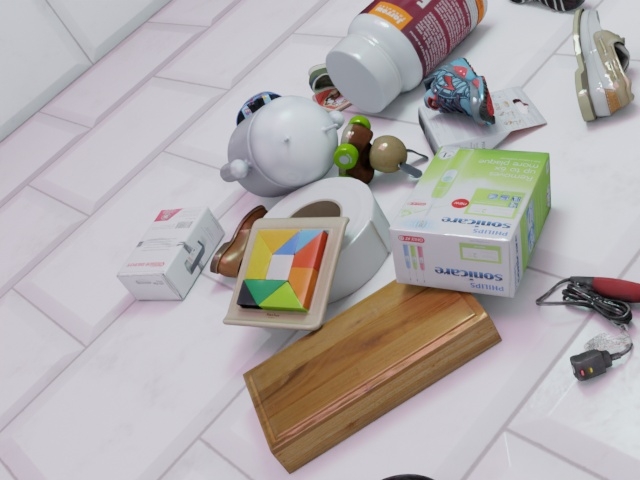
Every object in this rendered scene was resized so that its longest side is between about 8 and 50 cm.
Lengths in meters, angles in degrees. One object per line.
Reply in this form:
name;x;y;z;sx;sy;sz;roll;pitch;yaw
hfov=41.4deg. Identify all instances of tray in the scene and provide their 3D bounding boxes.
tray;0.077;0.199;1.442;0.411;0.076;0.203;-33;35;1

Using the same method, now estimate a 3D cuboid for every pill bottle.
pill bottle;0.207;-0.506;2.066;0.392;0.224;0.224;-46;37;-19

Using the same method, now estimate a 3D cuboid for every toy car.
toy car;0.135;-0.171;1.832;0.188;0.149;0.155;10;38;11

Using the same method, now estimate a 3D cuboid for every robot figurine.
robot figurine;-0.086;-0.206;1.892;0.300;0.200;0.353;-33;8;-22

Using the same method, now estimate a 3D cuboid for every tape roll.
tape roll;0.000;0.000;1.721;0.286;0.100;0.286;-21;36;16

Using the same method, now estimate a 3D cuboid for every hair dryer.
hair dryer;0.478;0.074;1.279;0.293;0.080;0.224;-23;35;12

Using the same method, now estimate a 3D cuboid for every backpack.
backpack;-0.133;-0.294;2.115;0.158;0.173;0.117;-31;35;4

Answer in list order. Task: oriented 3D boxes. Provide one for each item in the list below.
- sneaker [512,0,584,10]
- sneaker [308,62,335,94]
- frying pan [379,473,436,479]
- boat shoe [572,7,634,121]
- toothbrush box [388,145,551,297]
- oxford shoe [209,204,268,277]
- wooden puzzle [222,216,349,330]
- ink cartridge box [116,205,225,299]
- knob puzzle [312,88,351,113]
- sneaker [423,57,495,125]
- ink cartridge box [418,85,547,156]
sneaker;0.580;-0.651;2.064;0.162;0.106;0.281;-37;34;-11
sneaker;0.056;-0.430;2.185;0.192;0.064;0.086;-17;45;21
frying pan;0.164;0.410;1.138;0.326;0.053;0.197;-6;43;30
boat shoe;0.575;-0.365;1.722;0.103;0.113;0.302;-11;50;25
toothbrush box;0.267;-0.041;1.470;0.206;0.122;0.283;7;39;26
oxford shoe;-0.160;0.007;1.881;0.076;0.076;0.212;21;53;14
wooden puzzle;-0.069;0.053;1.587;0.221;0.044;0.239;0;61;35
ink cartridge box;-0.343;0.030;1.955;0.158;0.092;0.218;-3;43;35
knob puzzle;0.057;-0.402;2.225;0.213;0.030;0.213;-20;37;16
sneaker;0.286;-0.294;1.789;0.125;0.104;0.262;-21;27;3
ink cartridge box;0.342;-0.248;1.820;0.232;0.066;0.189;-9;36;-3
